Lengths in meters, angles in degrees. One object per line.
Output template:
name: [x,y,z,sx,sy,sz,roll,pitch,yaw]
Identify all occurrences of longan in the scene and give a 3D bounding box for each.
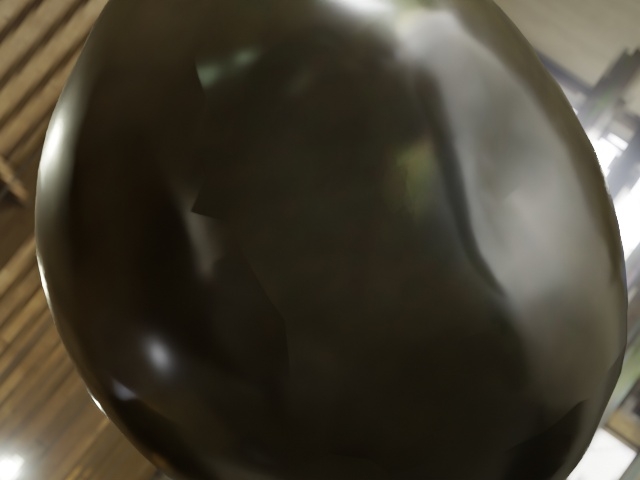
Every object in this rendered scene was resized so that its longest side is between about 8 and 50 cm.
longan: [0.000,0.000,0.473,0.198,0.212,0.198,-32,21,13]
